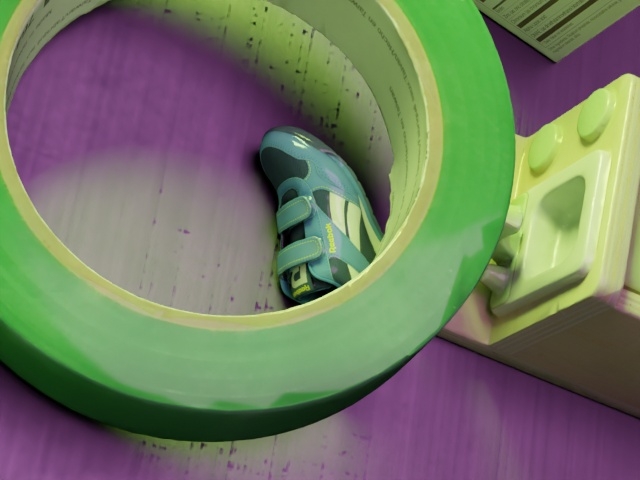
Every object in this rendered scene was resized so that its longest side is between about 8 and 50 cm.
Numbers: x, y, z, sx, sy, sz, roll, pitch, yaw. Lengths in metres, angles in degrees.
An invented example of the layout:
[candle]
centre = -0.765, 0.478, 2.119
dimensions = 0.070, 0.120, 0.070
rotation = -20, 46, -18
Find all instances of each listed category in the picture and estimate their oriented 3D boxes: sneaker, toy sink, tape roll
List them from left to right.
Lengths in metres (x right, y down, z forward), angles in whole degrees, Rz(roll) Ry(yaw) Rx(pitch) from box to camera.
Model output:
[tape roll]
centre = -0.058, -0.055, 0.835
dimensions = 0.321, 0.077, 0.321
rotation = 4, 70, -12
[sneaker]
centre = 0.000, 0.000, 0.900
dimensions = 0.059, 0.053, 0.144
rotation = -28, 86, -30
[toy sink]
centre = 0.185, 0.002, 0.948
dimensions = 0.234, 0.131, 0.153
rotation = 24, 63, -18

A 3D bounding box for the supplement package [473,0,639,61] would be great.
[supplement package]
centre = 0.193, -0.290, 1.013
dimensions = 0.145, 0.204, 0.262
rotation = 31, 62, -14
